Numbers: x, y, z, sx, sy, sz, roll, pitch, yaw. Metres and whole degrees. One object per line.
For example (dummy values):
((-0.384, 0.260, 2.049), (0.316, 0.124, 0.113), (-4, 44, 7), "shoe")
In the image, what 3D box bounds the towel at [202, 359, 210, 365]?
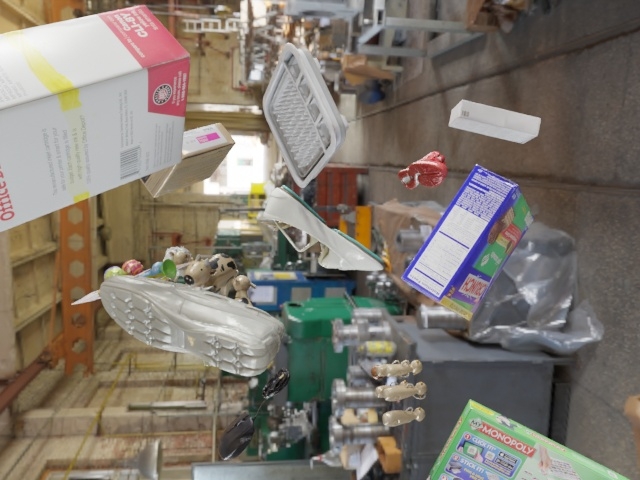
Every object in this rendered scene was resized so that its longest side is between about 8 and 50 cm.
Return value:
((-0.267, 0.273, 1.521), (0.027, 0.148, 0.110), (-8, 102, 63), "towel")

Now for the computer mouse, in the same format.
((-0.151, 0.379, 1.219), (0.242, 0.041, 0.071), (-55, 27, -3), "computer mouse")

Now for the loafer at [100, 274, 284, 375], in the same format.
((-0.215, 0.127, 0.924), (0.111, 0.320, 0.112), (-54, -19, -55), "loafer")

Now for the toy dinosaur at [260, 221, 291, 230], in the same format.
((-0.117, -0.054, 1.773), (0.053, 0.093, 0.183), (61, -166, 7), "toy dinosaur")

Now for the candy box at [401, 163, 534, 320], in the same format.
((0.366, 0.017, 1.337), (0.317, 0.122, 0.268), (-57, -32, 3), "candy box")

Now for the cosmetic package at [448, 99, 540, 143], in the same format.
((0.512, -0.350, 1.632), (0.099, 0.239, 0.060), (132, 150, -82), "cosmetic package")

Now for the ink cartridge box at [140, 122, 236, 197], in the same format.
((-0.394, -0.240, 1.641), (0.088, 0.235, 0.193), (53, 130, 6), "ink cartridge box")

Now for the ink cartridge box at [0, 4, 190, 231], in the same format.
((-0.436, -0.207, 0.941), (0.160, 0.385, 0.279), (50, 146, 16), "ink cartridge box")

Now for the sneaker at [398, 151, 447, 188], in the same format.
((0.314, -0.215, 1.551), (0.087, 0.128, 0.221), (54, 165, -15), "sneaker")

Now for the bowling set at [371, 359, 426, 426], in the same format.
((0.276, 0.489, 1.950), (0.200, 0.154, 0.286), (-116, 23, -58), "bowling set")

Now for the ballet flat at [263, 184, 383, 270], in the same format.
((0.000, 0.000, 1.637), (0.139, 0.400, 0.139), (-52, 8, 11), "ballet flat")

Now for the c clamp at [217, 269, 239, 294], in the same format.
((-0.292, 0.149, 1.719), (0.137, 0.022, 0.161), (-56, 11, -11), "c clamp")

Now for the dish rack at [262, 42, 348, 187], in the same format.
((-0.038, -0.312, 1.413), (0.285, 0.072, 0.333), (65, 156, 7), "dish rack")

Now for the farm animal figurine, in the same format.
((-0.297, 0.120, 1.496), (0.326, 0.331, 0.172), (-80, 13, -71), "farm animal figurine")

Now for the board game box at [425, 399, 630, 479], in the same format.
((0.381, 0.467, 1.036), (0.213, 0.317, 0.046), (-66, -9, 11), "board game box")

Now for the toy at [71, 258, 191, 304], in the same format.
((-0.416, 0.075, 1.196), (0.137, 0.237, 0.056), (-36, -68, -63), "toy")
